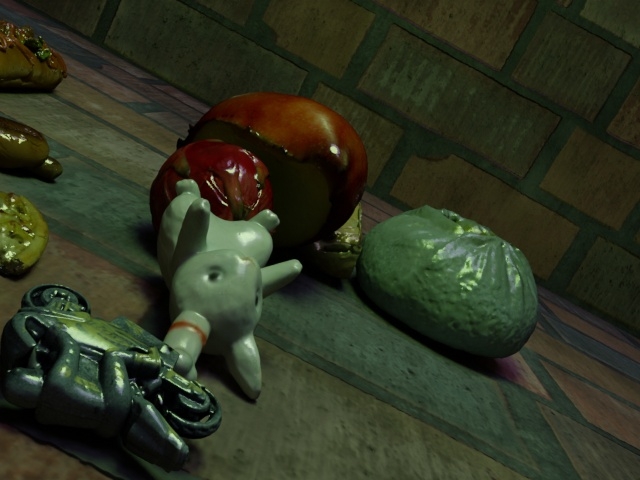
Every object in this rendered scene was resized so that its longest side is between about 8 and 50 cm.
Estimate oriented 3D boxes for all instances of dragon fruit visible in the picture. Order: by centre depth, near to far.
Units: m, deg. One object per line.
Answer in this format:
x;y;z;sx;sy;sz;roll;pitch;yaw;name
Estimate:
-0.145;-0.052;0.882;0.172;0.172;0.209;20;0;-37;dragon fruit

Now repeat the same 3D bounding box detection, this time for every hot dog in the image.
-0.414;-0.125;0.860;0.140;0.060;0.090;8;27;-42;hot dog
-0.615;-0.372;1.272;0.158;0.117;0.349;29;11;-3;hot dog

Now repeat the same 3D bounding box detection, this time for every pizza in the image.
-0.324;-0.018;0.651;0.099;0.035;0.160;22;14;-30;pizza

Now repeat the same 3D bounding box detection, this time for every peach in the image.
-0.045;-0.131;1.031;0.362;0.201;0.257;-5;-59;51;peach

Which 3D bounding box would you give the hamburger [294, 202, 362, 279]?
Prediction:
0.000;0.000;1.187;0.155;0.135;0.207;10;31;-13;hamburger

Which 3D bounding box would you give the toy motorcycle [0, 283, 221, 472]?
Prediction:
-0.166;0.098;0.473;0.193;0.061;0.124;34;21;12;toy motorcycle

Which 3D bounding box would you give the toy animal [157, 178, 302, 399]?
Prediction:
-0.100;0.044;0.665;0.141;0.138;0.282;28;12;-24;toy animal

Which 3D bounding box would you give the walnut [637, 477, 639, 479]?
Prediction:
0.415;0.293;0.599;0.248;0.248;0.248;28;12;-6;walnut

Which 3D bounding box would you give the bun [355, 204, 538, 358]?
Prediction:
0.241;0.062;1.202;0.362;0.211;0.362;27;14;-7;bun
